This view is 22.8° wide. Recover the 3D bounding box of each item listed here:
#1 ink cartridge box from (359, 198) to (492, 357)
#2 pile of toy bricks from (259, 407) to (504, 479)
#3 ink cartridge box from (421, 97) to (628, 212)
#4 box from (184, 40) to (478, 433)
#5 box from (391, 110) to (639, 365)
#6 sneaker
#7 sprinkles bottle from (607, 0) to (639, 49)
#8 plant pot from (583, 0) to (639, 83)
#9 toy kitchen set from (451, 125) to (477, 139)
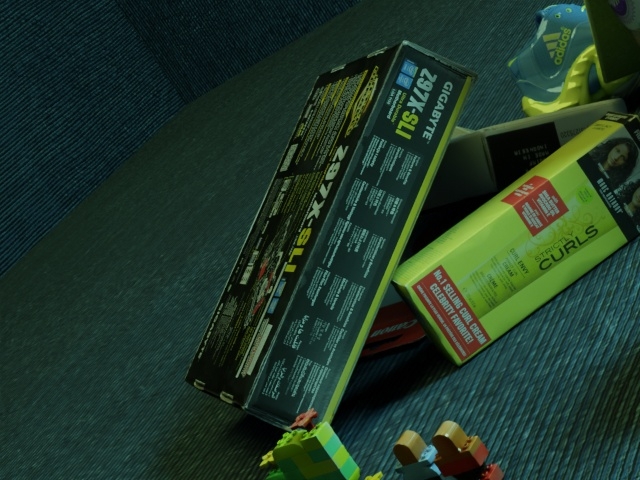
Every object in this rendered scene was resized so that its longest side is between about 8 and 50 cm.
[{"bbox_3d":[0.080,0.039,1.447,0.145,0.045,0.179,-21,16,48],"label":"ink cartridge box"},{"bbox_3d":[0.008,0.160,1.037,0.212,0.105,0.118,-24,16,39],"label":"pile of toy bricks"},{"bbox_3d":[0.115,-0.061,1.539,0.175,0.069,0.371,-14,2,-33],"label":"ink cartridge box"},{"bbox_3d":[0.000,0.000,1.358,0.322,0.079,0.257,-67,16,-7],"label":"box"},{"bbox_3d":[0.172,-0.003,1.270,0.232,0.087,0.058,-35,13,-6],"label":"box"},{"bbox_3d":[0.292,-0.210,1.605,0.240,0.126,0.091,-36,-7,-6],"label":"sneaker"},{"bbox_3d":[0.265,-0.221,1.215,0.121,0.355,0.121,-33,12,8],"label":"sprinkles bottle"},{"bbox_3d":[0.358,-0.305,1.377,0.293,0.275,0.275,-13,17,11],"label":"plant pot"},{"bbox_3d":[0.160,-0.085,1.748,0.083,0.075,0.068,26,13,39],"label":"toy kitchen set"}]
